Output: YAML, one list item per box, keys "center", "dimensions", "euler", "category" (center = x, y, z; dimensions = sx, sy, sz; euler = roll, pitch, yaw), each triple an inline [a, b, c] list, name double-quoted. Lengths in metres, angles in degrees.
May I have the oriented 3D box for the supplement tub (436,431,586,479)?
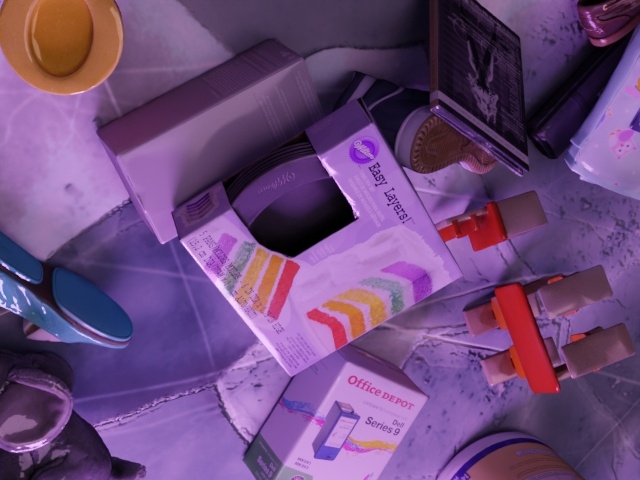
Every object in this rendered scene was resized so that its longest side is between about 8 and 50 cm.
- center: [0.330, 0.456, 1.578]
  dimensions: [0.241, 0.331, 0.241]
  euler: [-11, 116, -23]
  category: "supplement tub"

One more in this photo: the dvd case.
- center: [0.188, -0.202, 1.304]
  dimensions: [0.164, 0.221, 0.018]
  euler: [30, 137, -34]
  category: "dvd case"

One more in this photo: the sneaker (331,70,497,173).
- center: [0.124, -0.148, 1.355]
  dimensions: [0.282, 0.153, 0.099]
  euler: [-11, 118, -57]
  category: "sneaker"

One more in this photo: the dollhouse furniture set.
- center: [0.254, 0.078, 1.436]
  dimensions: [0.135, 0.262, 0.259]
  euler: [-19, 86, -16]
  category: "dollhouse furniture set"

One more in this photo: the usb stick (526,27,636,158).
- center: [0.385, -0.225, 1.470]
  dimensions: [0.278, 0.045, 0.077]
  euler: [-46, 128, -2]
  category: "usb stick"

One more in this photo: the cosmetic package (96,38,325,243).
- center: [-0.116, -0.115, 1.234]
  dimensions: [0.238, 0.107, 0.127]
  euler: [-27, 122, -11]
  category: "cosmetic package"

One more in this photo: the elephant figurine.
- center: [-0.342, 0.192, 1.236]
  dimensions: [0.186, 0.169, 0.239]
  euler: [-26, 109, -48]
  category: "elephant figurine"

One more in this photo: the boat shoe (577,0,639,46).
- center: [0.423, -0.342, 1.420]
  dimensions: [0.207, 0.073, 0.073]
  euler: [-41, 126, -5]
  category: "boat shoe"

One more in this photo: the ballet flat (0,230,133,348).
- center: [-0.327, 0.063, 1.230]
  dimensions: [0.087, 0.083, 0.247]
  euler: [-36, 127, 21]
  category: "ballet flat"

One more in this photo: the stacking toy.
- center: [-0.311, -0.317, 1.069]
  dimensions: [0.279, 0.130, 0.309]
  euler: [9, 107, -2]
  category: "stacking toy"

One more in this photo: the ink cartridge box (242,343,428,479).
- center: [0.020, 0.253, 1.474]
  dimensions: [0.154, 0.093, 0.212]
  euler: [28, 96, -33]
  category: "ink cartridge box"

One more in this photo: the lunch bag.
- center: [0.458, -0.170, 1.427]
  dimensions: [0.262, 0.160, 0.223]
  euler: [2, 126, -39]
  category: "lunch bag"

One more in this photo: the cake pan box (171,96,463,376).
- center: [0.000, 0.000, 1.225]
  dimensions: [0.245, 0.070, 0.267]
  euler: [-31, 127, 3]
  category: "cake pan box"
